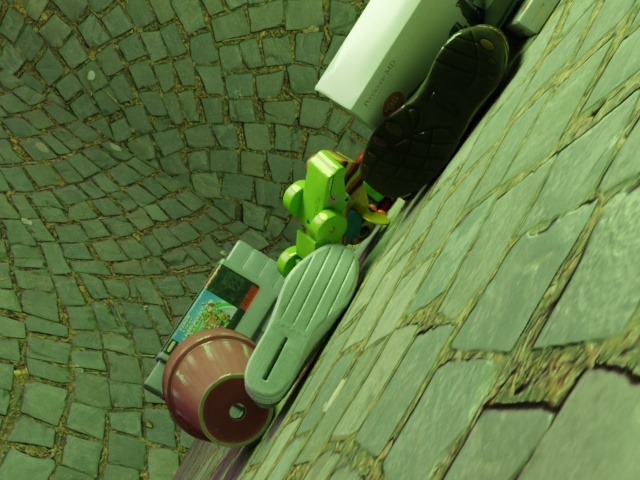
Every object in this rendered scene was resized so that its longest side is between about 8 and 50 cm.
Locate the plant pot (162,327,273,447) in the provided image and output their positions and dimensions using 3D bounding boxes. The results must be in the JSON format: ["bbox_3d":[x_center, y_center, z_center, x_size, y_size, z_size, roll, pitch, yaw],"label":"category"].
[{"bbox_3d":[-0.164,0.267,1.593,0.201,0.201,0.180,-57,18,-3],"label":"plant pot"}]

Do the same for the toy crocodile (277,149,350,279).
[{"bbox_3d":[0.000,0.000,1.622,0.105,0.115,0.340,-15,-52,-31],"label":"toy crocodile"}]

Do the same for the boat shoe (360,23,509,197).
[{"bbox_3d":[0.187,-0.199,1.434,0.324,0.122,0.120,-49,-2,34],"label":"boat shoe"}]

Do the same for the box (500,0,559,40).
[{"bbox_3d":[0.344,-0.384,1.419,0.145,0.038,0.186,-57,2,8],"label":"box"}]

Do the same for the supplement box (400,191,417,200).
[{"bbox_3d":[0.134,-0.116,1.596,0.056,0.083,0.083,-57,3,-5],"label":"supplement box"}]

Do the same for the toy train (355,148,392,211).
[{"bbox_3d":[0.153,-0.175,1.884,0.143,0.105,0.248,-42,12,38],"label":"toy train"}]

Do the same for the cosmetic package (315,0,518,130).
[{"bbox_3d":[0.190,-0.339,1.523,0.284,0.097,0.377,26,-81,-53],"label":"cosmetic package"}]

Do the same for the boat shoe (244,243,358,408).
[{"bbox_3d":[-0.037,0.137,1.508,0.302,0.109,0.094,-56,-8,-24],"label":"boat shoe"}]

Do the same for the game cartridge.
[{"bbox_3d":[-0.163,0.193,1.815,0.355,0.230,0.068,-59,3,-24],"label":"game cartridge"}]

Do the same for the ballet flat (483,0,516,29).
[{"bbox_3d":[0.300,-0.417,1.441,0.213,0.068,0.072,-56,3,31],"label":"ballet flat"}]

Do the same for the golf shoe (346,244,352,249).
[{"bbox_3d":[0.022,0.060,2.018,0.086,0.069,0.176,-91,25,-48],"label":"golf shoe"}]

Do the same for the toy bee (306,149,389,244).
[{"bbox_3d":[0.047,-0.058,1.748,0.162,0.195,0.298,-31,-23,-30],"label":"toy bee"}]
